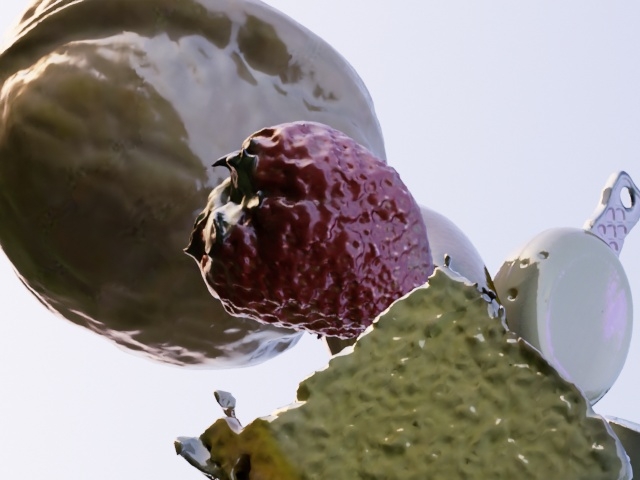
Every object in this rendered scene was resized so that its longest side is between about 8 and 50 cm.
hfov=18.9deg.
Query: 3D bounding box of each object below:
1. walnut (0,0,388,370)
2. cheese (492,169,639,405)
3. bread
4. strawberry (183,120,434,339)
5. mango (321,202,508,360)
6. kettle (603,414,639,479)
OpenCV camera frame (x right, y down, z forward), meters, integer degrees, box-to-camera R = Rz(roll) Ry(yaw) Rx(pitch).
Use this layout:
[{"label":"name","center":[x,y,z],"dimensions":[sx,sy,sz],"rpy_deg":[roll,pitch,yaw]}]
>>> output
[{"label":"walnut","center":[-0.125,-0.067,1.654],"dimensions":[0.381,0.381,0.381],"rpy_deg":[32,-47,41]},{"label":"cheese","center":[0.204,0.033,1.509],"dimensions":[0.064,0.227,0.137],"rpy_deg":[-5,-48,45]},{"label":"bread","center":[0.044,0.107,0.772],"dimensions":[0.152,0.147,0.127],"rpy_deg":[47,-5,47]},{"label":"strawberry","center":[-0.001,-0.005,1.194],"dimensions":[0.131,0.148,0.131],"rpy_deg":[-166,-90,-72]},{"label":"mango","center":[0.066,0.059,1.351],"dimensions":[0.221,0.120,0.151],"rpy_deg":[-125,-153,-58]},{"label":"kettle","center":[0.323,0.314,1.797],"dimensions":[0.165,0.240,0.255],"rpy_deg":[16,-92,52]}]
